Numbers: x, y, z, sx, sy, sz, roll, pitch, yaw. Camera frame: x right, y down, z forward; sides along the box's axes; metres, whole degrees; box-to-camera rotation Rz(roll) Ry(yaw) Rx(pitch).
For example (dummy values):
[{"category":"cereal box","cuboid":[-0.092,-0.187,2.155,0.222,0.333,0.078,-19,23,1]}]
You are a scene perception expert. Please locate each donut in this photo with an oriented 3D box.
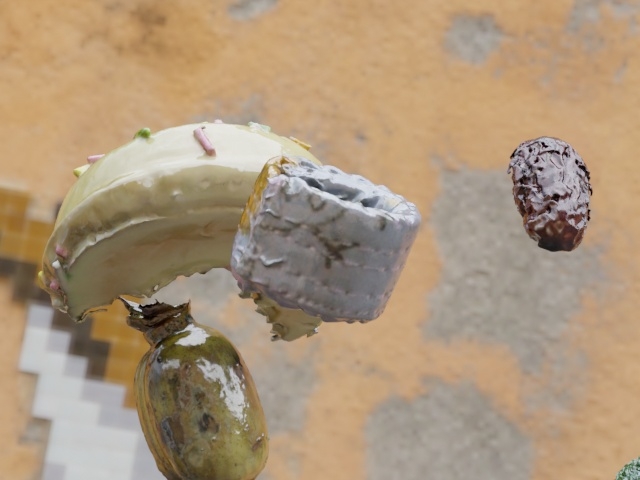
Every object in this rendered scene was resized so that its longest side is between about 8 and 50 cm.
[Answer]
[{"category":"donut","cuboid":[-0.128,-0.013,1.979,0.371,0.150,0.307,7,-38,-22]}]

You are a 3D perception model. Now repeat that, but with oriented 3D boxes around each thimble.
[{"category":"thimble","cuboid":[0.002,0.001,1.520,0.151,0.117,0.127,20,17,-3]}]

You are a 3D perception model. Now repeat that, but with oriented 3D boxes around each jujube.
[{"category":"jujube","cuboid":[0.272,-0.050,1.996,0.104,0.166,0.104,-4,-41,-3]}]

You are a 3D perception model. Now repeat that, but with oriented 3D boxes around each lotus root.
[{"category":"lotus root","cuboid":[-0.150,0.176,2.040,0.154,0.278,0.154,-22,-5,-2]}]

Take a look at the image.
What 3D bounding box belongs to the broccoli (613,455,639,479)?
[{"category":"broccoli","cuboid":[0.538,0.426,2.505,0.262,0.269,0.241,-21,-28,-18]}]
